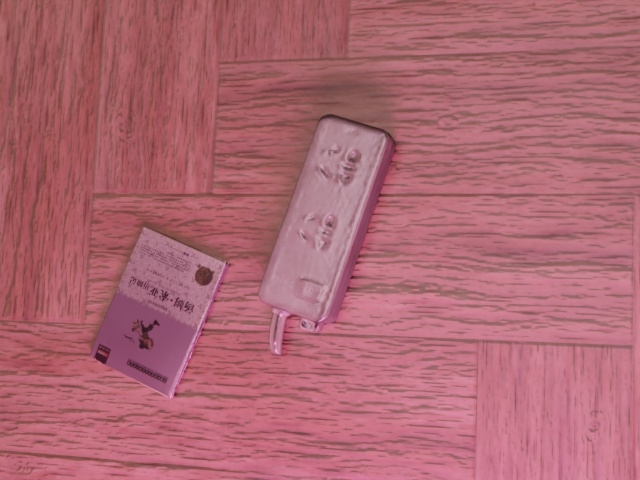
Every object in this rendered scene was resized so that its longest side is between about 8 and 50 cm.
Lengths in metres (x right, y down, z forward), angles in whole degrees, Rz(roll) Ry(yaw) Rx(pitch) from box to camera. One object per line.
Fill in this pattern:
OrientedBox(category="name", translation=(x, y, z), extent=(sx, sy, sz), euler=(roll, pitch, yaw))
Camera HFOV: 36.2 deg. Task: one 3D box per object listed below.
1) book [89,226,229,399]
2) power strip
OrientedBox(category="book", translation=(-0.201, 0.087, 1.211), extent=(0.127, 0.014, 0.182), euler=(23, 90, 17))
OrientedBox(category="power strip", translation=(0.000, 0.000, 1.144), extent=(0.093, 0.053, 0.288), euler=(18, 88, 17))
